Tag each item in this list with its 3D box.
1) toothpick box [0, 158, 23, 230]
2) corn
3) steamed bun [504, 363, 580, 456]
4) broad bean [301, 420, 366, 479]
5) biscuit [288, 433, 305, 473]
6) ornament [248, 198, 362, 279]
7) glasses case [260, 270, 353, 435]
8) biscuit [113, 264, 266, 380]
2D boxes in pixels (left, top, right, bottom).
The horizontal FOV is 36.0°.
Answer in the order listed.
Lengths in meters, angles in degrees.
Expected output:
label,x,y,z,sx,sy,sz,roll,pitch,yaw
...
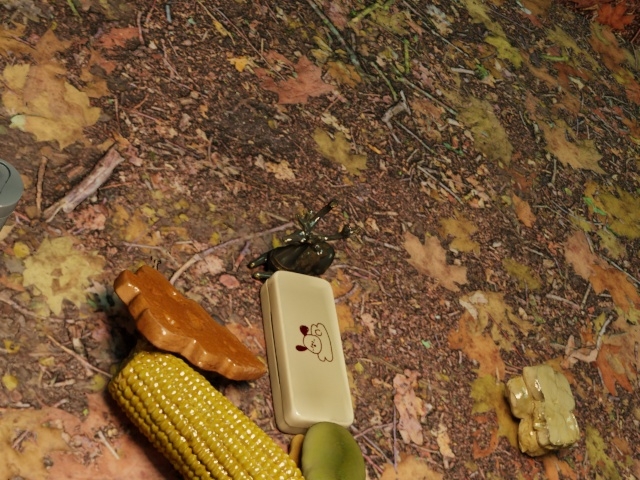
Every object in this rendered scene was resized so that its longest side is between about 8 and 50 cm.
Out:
label,x,y,z,sx,sy,sz,roll,pitch,yaw
toothpick box,-0.545,-0.051,1.567,0.101,0.153,0.101,21,45,-23
corn,-0.180,0.309,1.538,0.387,0.144,0.144,39,41,11
steamed bun,0.457,0.354,2.043,0.192,0.106,0.177,7,65,-49
broad bean,0.022,0.385,1.645,0.124,0.082,0.174,33,42,-16
biscuit,-0.059,0.425,1.635,0.158,0.035,0.240,51,42,12
ornament,0.000,0.000,1.882,0.202,0.236,0.080,-8,65,-41
glasses case,-0.028,0.206,1.814,0.131,0.070,0.313,13,49,-29
biscuit,-0.219,0.154,1.658,0.306,0.043,0.284,37,7,-19
